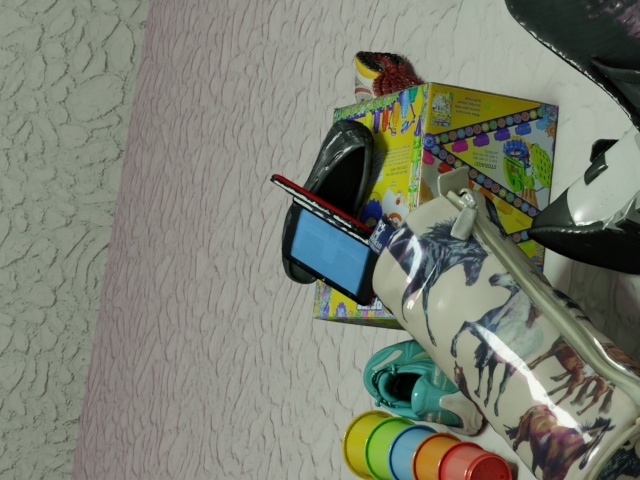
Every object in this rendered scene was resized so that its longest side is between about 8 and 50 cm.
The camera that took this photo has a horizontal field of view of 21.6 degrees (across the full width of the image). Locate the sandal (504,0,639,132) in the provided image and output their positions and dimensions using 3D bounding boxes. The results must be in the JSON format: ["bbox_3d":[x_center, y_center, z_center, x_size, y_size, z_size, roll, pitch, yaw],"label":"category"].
[{"bbox_3d":[0.320,-0.177,1.551,0.446,0.107,0.167,38,93,40],"label":"sandal"}]

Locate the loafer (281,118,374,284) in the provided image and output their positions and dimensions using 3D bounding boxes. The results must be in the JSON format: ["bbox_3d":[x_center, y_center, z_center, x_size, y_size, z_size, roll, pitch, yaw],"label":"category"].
[{"bbox_3d":[0.008,-0.040,2.047,0.078,0.076,0.223,-109,37,-61],"label":"loafer"}]

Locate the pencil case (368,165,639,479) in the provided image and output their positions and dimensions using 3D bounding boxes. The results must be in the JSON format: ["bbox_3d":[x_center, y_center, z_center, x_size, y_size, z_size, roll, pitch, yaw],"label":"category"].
[{"bbox_3d":[0.213,0.109,1.717,0.410,0.160,0.183,49,151,40],"label":"pencil case"}]

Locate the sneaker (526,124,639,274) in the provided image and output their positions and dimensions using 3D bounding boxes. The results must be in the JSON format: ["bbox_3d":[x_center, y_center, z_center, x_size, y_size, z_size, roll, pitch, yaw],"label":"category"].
[{"bbox_3d":[0.330,-0.057,1.702,0.330,0.122,0.146,-21,49,64],"label":"sneaker"}]

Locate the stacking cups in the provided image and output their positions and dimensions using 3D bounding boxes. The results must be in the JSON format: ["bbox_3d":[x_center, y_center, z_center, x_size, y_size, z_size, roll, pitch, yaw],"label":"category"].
[{"bbox_3d":[0.127,0.272,2.086,0.316,0.096,0.096,180,98,-69],"label":"stacking cups"}]

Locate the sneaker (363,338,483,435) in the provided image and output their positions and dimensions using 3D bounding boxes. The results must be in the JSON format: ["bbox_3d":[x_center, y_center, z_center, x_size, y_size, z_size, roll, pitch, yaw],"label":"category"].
[{"bbox_3d":[0.113,0.178,2.140,0.275,0.110,0.107,-173,91,-69],"label":"sneaker"}]

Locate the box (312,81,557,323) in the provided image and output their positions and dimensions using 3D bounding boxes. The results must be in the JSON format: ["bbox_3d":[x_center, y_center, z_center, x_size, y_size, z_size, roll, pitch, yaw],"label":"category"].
[{"bbox_3d":[0.133,-0.030,2.073,0.290,0.177,0.279,176,102,-67],"label":"box"}]

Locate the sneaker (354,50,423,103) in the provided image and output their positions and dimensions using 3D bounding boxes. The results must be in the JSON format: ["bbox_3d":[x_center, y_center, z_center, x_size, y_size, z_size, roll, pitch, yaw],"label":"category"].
[{"bbox_3d":[0.102,-0.188,2.358,0.225,0.088,0.093,-112,26,-61],"label":"sneaker"}]

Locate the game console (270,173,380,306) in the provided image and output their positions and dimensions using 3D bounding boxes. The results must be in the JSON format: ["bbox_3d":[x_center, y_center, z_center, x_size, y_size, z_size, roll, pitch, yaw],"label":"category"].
[{"bbox_3d":[0.000,0.000,1.970,0.144,0.124,0.085,31,90,29],"label":"game console"}]
